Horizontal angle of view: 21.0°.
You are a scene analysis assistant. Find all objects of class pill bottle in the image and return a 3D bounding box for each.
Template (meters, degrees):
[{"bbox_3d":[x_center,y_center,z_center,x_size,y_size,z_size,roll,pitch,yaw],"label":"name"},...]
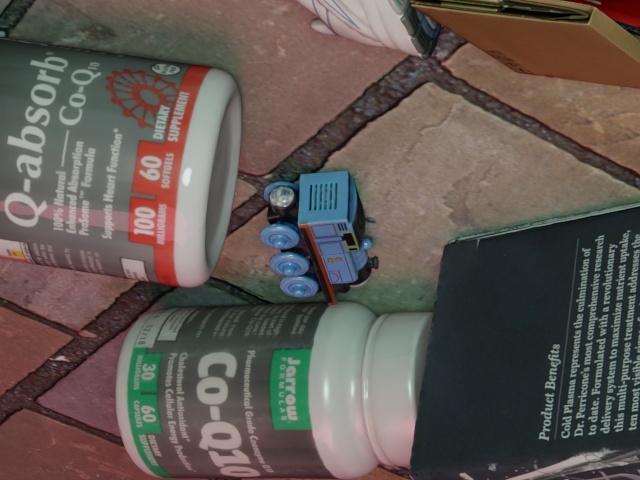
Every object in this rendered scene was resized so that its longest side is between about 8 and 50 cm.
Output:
[{"bbox_3d":[-0.268,-0.082,1.627,0.362,0.210,0.210,8,149,5],"label":"pill bottle"},{"bbox_3d":[-0.035,0.172,1.977,0.361,0.204,0.204,-4,146,23],"label":"pill bottle"}]

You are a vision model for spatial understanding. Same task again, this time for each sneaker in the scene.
[{"bbox_3d":[0.001,-0.244,1.379,0.129,0.111,0.297,2,148,26],"label":"sneaker"}]

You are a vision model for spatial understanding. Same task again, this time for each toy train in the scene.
[{"bbox_3d":[0.000,0.000,1.807,0.105,0.080,0.184,-3,147,12],"label":"toy train"}]

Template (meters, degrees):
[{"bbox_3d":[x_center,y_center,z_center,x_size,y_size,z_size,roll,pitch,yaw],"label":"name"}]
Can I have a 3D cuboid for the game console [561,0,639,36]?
[{"bbox_3d":[0.197,-0.180,1.437,0.144,0.124,0.085,15,118,-7],"label":"game console"}]

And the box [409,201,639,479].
[{"bbox_3d":[0.424,0.192,1.779,0.471,0.297,0.480,-11,143,35],"label":"box"}]

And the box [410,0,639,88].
[{"bbox_3d":[0.190,-0.164,1.416,0.164,0.021,0.201,12,175,34],"label":"box"}]
